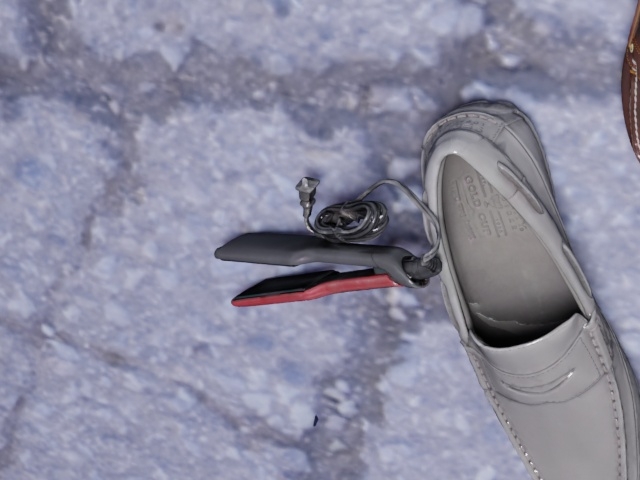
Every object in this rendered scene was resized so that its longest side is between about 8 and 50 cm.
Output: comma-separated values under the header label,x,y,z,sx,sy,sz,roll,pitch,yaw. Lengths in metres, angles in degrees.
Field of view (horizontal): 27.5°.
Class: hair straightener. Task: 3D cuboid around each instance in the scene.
label,x,y,z,sx,sy,sz,roll,pitch,yaw
hair straightener,0.000,0.000,0.918,0.230,0.047,0.089,-4,110,53

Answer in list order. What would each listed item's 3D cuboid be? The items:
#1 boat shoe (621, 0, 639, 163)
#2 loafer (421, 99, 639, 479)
label,x,y,z,sx,sy,sz,roll,pitch,yaw
boat shoe,0.227,-0.132,0.816,0.073,0.073,0.206,8,114,16
loafer,0.141,0.062,0.901,0.112,0.111,0.319,-18,103,25
